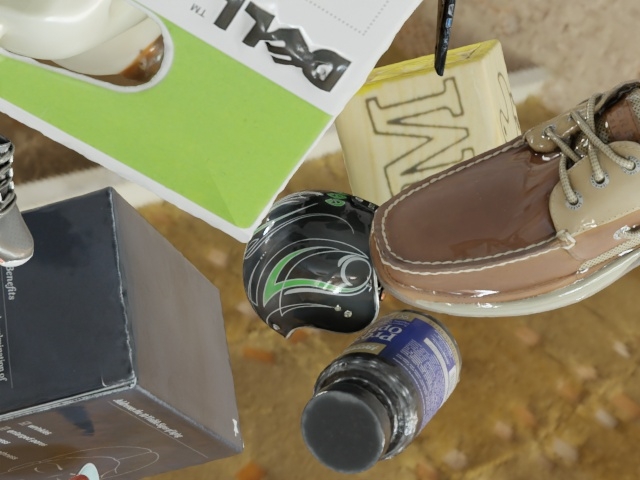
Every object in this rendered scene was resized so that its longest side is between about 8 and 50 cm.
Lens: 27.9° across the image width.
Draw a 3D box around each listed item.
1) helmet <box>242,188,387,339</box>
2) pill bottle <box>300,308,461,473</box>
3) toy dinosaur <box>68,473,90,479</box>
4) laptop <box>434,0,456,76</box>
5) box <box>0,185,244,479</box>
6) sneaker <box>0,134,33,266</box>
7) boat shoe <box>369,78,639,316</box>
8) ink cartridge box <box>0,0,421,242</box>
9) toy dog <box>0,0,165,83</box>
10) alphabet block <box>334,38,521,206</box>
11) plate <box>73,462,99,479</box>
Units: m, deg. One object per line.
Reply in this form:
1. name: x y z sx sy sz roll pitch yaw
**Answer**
1. helmet: -0.007 0.027 1.436 0.162 0.169 0.169 0 -153 12
2. pill bottle: 0.066 0.165 1.402 0.123 0.122 0.219 35 -153 11
3. toy dinosaur: -0.293 0.291 1.434 0.090 0.082 0.047 16 -156 -39
4. laptop: 0.199 -0.328 1.283 0.137 0.264 0.234 7 -138 1
5. box: -0.416 0.188 1.876 0.480 0.472 0.297 56 -157 -66
6. sneaker: -0.260 -0.049 0.992 0.158 0.065 0.061 58 -161 -26
7. boat shoe: 0.183 -0.048 0.798 0.324 0.116 0.123 -18 -124 -1
8. ink cartridge box: -0.029 -0.152 0.337 0.189 0.255 0.097 29 -150 -16
9. toy dog: -0.258 -0.308 1.464 0.285 0.395 0.408 17 177 2
10. alphabet block: 0.139 -0.120 1.574 0.193 0.197 0.192 -12 -167 16
11. plate: -0.345 0.399 1.775 0.024 0.188 0.188 8 -151 8
